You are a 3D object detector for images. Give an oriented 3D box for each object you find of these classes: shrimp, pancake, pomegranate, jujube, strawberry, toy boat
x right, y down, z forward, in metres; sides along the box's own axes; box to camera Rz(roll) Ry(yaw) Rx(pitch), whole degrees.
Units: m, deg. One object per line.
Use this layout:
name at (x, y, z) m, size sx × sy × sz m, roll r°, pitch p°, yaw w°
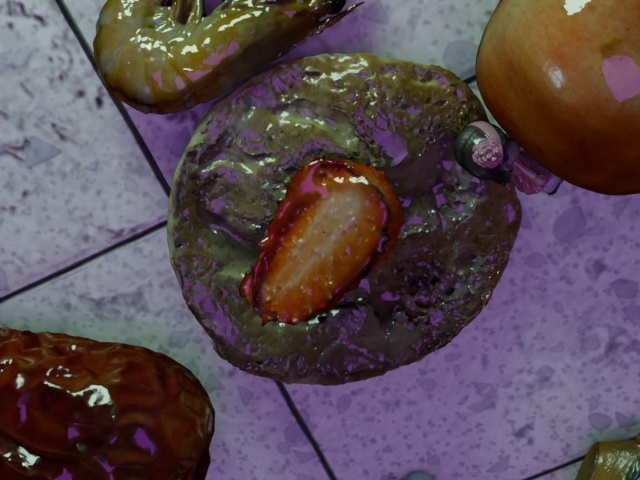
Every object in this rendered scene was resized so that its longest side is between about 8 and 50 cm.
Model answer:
shrimp at (-0.097, -0.232, 0.893) m, size 0.287 × 0.063 × 0.152 m, roll -26°, pitch 86°, yaw 2°
pancake at (0.024, -0.018, 0.959) m, size 0.386 × 0.082 × 0.387 m, roll -2°, pitch 108°, yaw -6°
pomegranate at (0.253, -0.176, 0.816) m, size 0.270 × 0.252 × 0.229 m, roll 38°, pitch 98°, yaw 8°
jujube at (-0.292, 0.201, 0.997) m, size 0.342 × 0.216 × 0.216 m, roll 15°, pitch 111°, yaw 7°
strawberry at (0.000, 0.000, 0.886) m, size 0.121 × 0.082 × 0.188 m, roll 46°, pitch 109°, yaw 7°
toy boat at (0.356, 0.313, 1.084) m, size 0.088 × 0.089 × 0.230 m, roll 19°, pitch 107°, yaw 8°

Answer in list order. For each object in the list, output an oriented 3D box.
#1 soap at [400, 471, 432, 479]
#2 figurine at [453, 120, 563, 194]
soap at (0.153, 0.427, 1.133) m, size 0.150 × 0.094 × 0.261 m, roll -36°, pitch 108°, yaw 18°
figurine at (0.189, -0.075, 0.897) m, size 0.129 × 0.072 × 0.054 m, roll 23°, pitch 113°, yaw -33°
